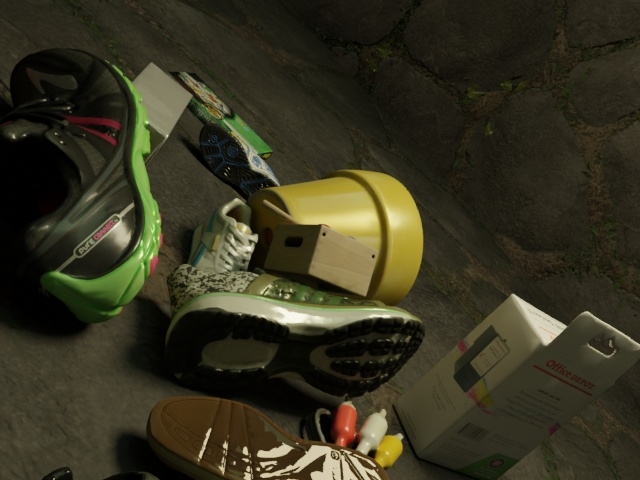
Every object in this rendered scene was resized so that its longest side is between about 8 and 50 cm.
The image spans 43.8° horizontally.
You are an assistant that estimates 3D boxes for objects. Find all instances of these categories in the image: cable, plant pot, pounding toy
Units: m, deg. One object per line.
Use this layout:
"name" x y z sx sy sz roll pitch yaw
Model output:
"cable" 0.035 0.296 1.018 0.139 0.072 0.287 36 21 -4
"plant pot" 0.000 0.000 1.333 0.239 0.254 0.254 3 42 -39
"pounding toy" -0.012 0.010 1.148 0.130 0.100 0.141 24 -12 -35

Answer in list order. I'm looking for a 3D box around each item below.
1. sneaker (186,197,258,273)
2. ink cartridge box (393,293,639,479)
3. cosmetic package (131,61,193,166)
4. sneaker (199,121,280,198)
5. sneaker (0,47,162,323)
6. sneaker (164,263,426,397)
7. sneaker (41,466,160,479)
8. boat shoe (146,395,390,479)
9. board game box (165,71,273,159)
"sneaker" -0.144 0.021 1.204 0.087 0.092 0.228 33 26 -30
"ink cartridge box" 0.318 0.223 1.285 0.207 0.353 0.119 29 25 -35
"cosmetic package" -0.298 -0.191 1.299 0.107 0.127 0.238 38 22 -12
"sneaker" -0.157 -0.145 1.558 0.211 0.080 0.081 48 12 -14
"sneaker" -0.333 -0.117 0.998 0.202 0.185 0.482 30 22 -43
"sneaker" -0.031 0.096 1.093 0.411 0.158 0.182 12 33 -34
"sneaker" -0.135 0.245 0.652 0.234 0.106 0.078 18 18 -12
"boat shoe" -0.063 0.258 0.874 0.285 0.089 0.104 25 35 -12
"board game box" -0.223 -0.272 1.744 0.259 0.030 0.136 46 18 7
